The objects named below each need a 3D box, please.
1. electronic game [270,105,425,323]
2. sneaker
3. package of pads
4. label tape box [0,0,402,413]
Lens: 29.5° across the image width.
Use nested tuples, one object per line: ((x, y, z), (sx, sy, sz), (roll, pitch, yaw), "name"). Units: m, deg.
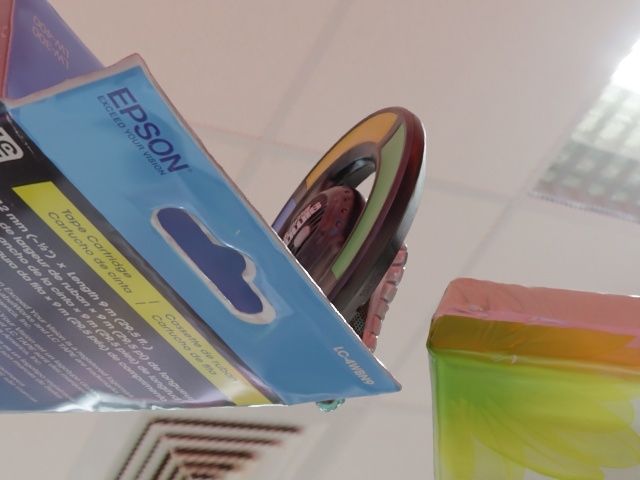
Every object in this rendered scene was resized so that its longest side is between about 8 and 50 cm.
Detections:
((0.000, 0.000, 0.890), (0.048, 0.229, 0.229), (34, -68, -17), "electronic game")
((0.016, 0.066, 1.050), (0.076, 0.166, 0.065), (21, -24, -2), "sneaker")
((0.239, 0.152, 0.998), (0.297, 0.101, 0.229), (7, -47, 14), "package of pads")
((-0.148, -0.014, 0.673), (0.348, 0.115, 0.249), (-9, -42, 32), "label tape box")
